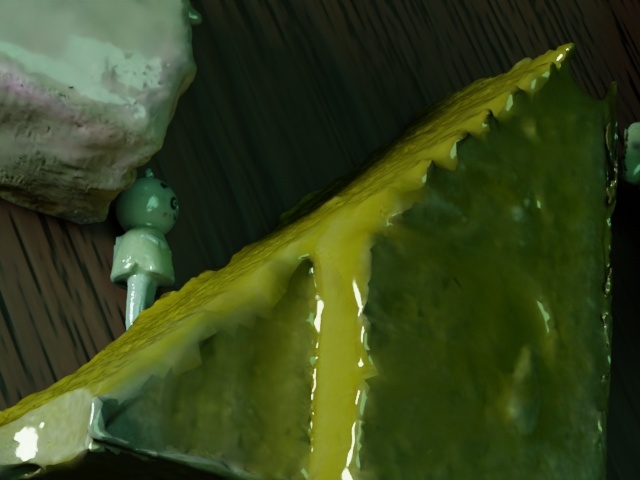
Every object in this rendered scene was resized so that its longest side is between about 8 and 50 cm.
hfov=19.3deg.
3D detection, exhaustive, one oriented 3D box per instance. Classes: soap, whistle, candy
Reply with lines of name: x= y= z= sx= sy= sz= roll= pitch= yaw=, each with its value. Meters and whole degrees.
soap: x=0.000 y=0.000 z=0.977 sx=0.304 sy=0.169 sz=0.339 roll=24 pitch=57 yaw=-30
whistle: x=-0.095 y=0.007 z=1.016 sx=0.035 sy=0.035 sz=0.100 roll=12 pitch=63 yaw=-20
candy: x=-0.157 y=-0.126 z=0.992 sx=0.195 sy=0.137 sz=0.185 roll=23 pitch=58 yaw=-11

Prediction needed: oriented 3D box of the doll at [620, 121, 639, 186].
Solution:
doll: x=0.389 y=-0.065 z=1.161 sx=0.382 sy=0.252 sz=0.379 roll=19 pitch=59 yaw=-24
